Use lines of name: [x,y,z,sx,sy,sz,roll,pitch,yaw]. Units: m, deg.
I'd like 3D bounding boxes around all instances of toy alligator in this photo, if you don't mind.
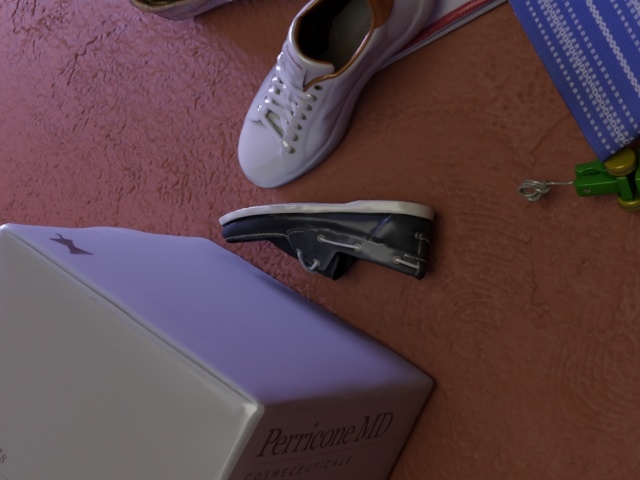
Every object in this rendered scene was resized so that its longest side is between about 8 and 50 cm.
toy alligator: [0.273,-0.063,1.283,0.189,0.056,0.051,0,46,31]

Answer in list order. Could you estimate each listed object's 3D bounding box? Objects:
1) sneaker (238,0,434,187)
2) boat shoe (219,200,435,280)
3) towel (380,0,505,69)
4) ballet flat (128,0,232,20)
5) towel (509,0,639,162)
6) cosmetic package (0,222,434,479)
sneaker: [-0.018,-0.163,1.391,0.106,0.123,0.290,51,124,20]
boat shoe: [0.000,0.000,1.412,0.233,0.084,0.079,2,88,26]
towel: [0.080,-0.362,1.409,0.237,0.037,0.329,-27,75,27]
ballet flat: [-0.078,-0.295,1.432,0.316,0.106,0.107,-20,81,35]
towel: [0.309,-0.256,1.197,0.336,0.040,0.243,-39,66,36]
cosmetic package: [-0.167,0.230,1.356,0.327,0.329,0.394,32,104,28]
